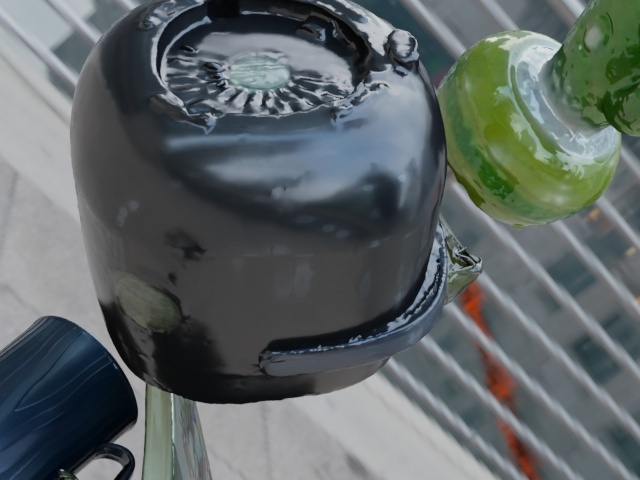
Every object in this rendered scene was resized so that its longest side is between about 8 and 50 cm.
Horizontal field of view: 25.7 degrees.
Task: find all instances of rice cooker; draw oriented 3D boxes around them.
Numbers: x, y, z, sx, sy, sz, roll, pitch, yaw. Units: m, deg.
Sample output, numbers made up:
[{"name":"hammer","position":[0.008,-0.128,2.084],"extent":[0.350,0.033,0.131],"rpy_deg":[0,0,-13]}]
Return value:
[{"name":"rice cooker","position":[-0.037,-0.038,0.929],"extent":[0.267,0.267,0.224],"rpy_deg":[-113,-159,-45]}]

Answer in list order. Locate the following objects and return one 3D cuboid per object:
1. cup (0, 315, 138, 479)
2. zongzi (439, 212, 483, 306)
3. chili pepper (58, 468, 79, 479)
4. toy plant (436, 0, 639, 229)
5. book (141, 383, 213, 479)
[{"name":"cup","position":[-0.215,0.147,1.062],"extent":[0.150,0.138,0.113],"rpy_deg":[18,-47,33]},{"name":"zongzi","position":[0.000,0.000,1.434],"extent":[0.274,0.125,0.250],"rpy_deg":[-30,82,-35]},{"name":"chili pepper","position":[-0.202,0.272,0.910],"extent":[0.065,0.122,0.279],"rpy_deg":[46,58,-23]},{"name":"toy plant","position":[0.255,-0.156,1.243],"extent":[0.184,0.316,0.224],"rpy_deg":[26,51,-24]},{"name":"book","position":[-0.100,0.213,1.033],"extent":[0.264,0.027,0.202],"rpy_deg":[-98,180,-59]}]
